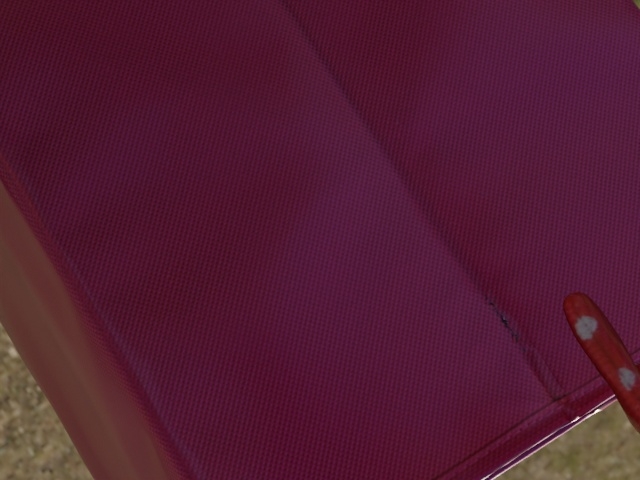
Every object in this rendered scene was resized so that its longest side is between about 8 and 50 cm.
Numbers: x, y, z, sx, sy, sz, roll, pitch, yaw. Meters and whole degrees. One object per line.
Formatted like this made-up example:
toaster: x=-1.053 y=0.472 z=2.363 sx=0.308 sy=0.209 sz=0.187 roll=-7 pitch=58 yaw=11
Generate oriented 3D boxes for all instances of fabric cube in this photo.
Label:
fabric cube: x=0.000 y=0.000 z=0.588 sx=0.259 sy=0.258 sz=0.254 roll=-29 pitch=165 yaw=-18

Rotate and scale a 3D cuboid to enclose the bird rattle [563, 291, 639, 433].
bird rattle: x=0.189 y=0.091 z=0.369 sx=0.207 sy=0.253 sz=0.143 roll=23 pitch=61 yaw=-34
